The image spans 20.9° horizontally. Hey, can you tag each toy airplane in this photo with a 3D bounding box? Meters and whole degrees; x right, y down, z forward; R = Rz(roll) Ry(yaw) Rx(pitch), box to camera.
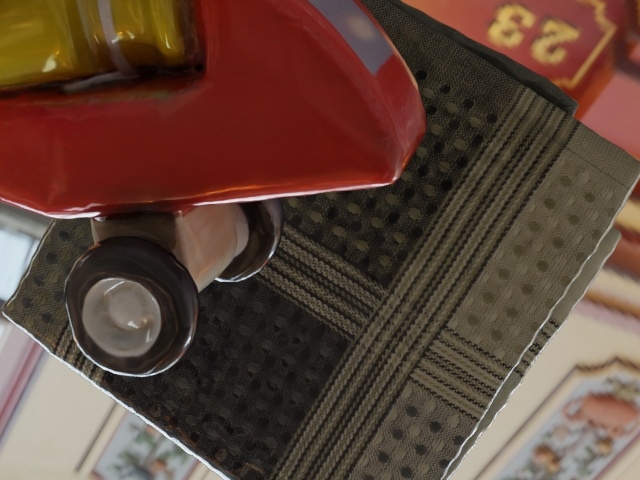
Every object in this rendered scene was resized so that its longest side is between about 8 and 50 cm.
[{"bbox_3d":[-0.184,-0.130,0.760,0.384,0.272,0.386,-1,-153,-30],"label":"toy airplane"}]

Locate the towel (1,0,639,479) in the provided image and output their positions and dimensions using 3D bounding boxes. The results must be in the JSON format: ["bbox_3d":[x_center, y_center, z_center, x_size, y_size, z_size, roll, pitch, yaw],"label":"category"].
[{"bbox_3d":[0.000,0.000,1.095,0.312,0.324,0.056,34,-170,9],"label":"towel"}]
